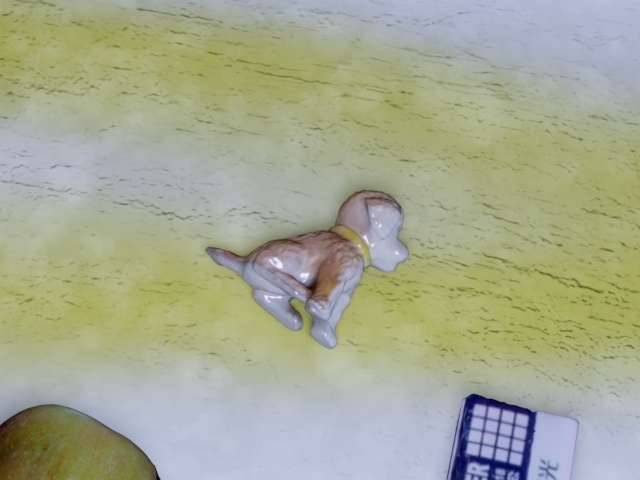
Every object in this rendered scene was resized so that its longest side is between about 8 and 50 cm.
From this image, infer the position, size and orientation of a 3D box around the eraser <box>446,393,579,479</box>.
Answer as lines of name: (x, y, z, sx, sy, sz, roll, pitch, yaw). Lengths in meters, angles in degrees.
eraser: (0.179, 0.312, 1.717, 0.130, 0.086, 0.287, 12, 62, 1)

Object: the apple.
apple: (-0.264, 0.272, 1.664, 0.207, 0.174, 0.188, 15, 59, 21)

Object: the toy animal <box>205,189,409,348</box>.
toy animal: (-0.006, -0.002, 1.862, 0.184, 0.104, 0.185, 32, 69, 21)
